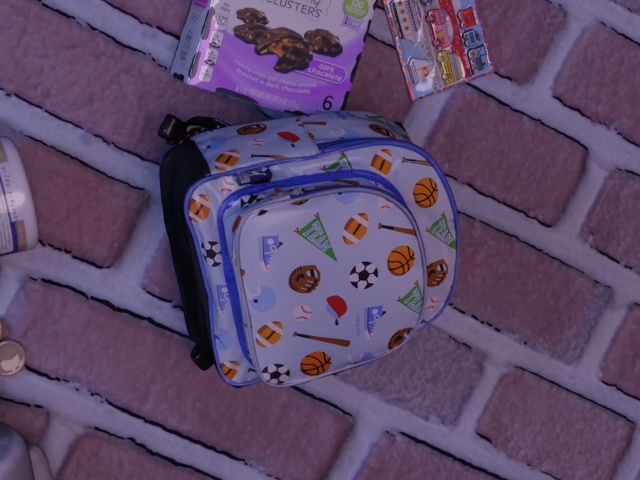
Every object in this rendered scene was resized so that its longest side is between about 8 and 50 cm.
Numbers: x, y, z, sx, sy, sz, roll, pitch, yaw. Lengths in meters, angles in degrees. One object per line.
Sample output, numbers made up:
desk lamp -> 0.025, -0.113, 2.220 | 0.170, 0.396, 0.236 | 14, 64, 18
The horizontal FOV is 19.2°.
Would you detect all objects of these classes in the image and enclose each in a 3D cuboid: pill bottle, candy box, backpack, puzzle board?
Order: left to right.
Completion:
pill bottle -> -0.365, -0.024, 1.749 | 0.186, 0.112, 0.112 | -15, 106, -16
candy box -> -0.037, -0.227, 1.838 | 0.165, 0.070, 0.196 | 15, 97, -22
backpack -> 0.000, 0.000, 1.796 | 0.263, 0.213, 0.276 | -19, 122, -18
puzzle board -> 0.120, -0.216, 1.925 | 0.096, 0.011, 0.128 | -21, 107, -14

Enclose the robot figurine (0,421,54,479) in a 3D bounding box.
robot figurine -> -0.355, 0.301, 1.767 | 0.300, 0.199, 0.353 | -24, 115, -42

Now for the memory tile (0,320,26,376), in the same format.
memory tile -> -0.368, 0.124, 1.832 | 0.148, 0.012, 0.113 | -41, 111, -7
